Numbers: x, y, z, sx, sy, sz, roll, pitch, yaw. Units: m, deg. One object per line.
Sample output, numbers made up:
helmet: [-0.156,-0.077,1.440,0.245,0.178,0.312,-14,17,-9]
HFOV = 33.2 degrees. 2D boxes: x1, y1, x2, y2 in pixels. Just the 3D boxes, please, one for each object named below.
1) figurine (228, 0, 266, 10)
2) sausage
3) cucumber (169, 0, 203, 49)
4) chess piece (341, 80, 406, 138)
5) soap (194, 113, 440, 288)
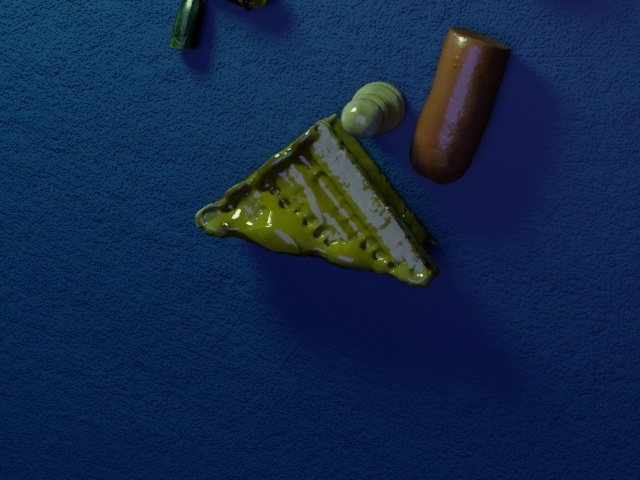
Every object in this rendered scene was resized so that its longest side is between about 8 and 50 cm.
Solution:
figurine: [-0.159,-0.448,1.831,0.154,0.098,0.082,24,106,10]
sausage: [0.227,-0.217,1.791,0.113,0.113,0.259,19,108,8]
cucumber: [-0.233,-0.386,1.892,0.048,0.048,0.105,20,108,8]
chess piece: [0.084,-0.214,1.794,0.094,0.170,0.094,3,104,13]
soap: [0.000,0.000,1.876,0.304,0.169,0.339,-36,92,20]
